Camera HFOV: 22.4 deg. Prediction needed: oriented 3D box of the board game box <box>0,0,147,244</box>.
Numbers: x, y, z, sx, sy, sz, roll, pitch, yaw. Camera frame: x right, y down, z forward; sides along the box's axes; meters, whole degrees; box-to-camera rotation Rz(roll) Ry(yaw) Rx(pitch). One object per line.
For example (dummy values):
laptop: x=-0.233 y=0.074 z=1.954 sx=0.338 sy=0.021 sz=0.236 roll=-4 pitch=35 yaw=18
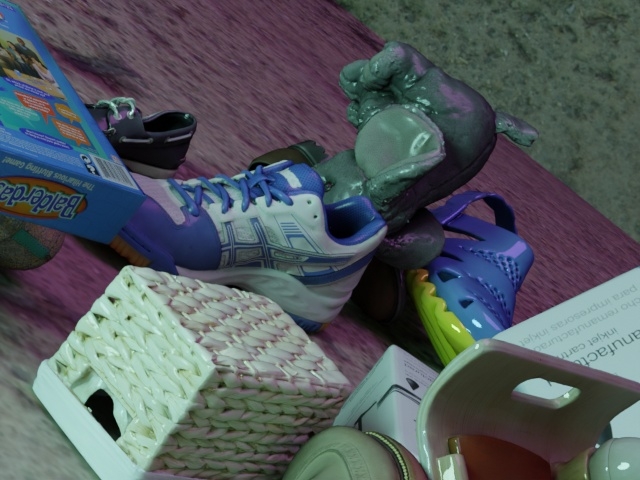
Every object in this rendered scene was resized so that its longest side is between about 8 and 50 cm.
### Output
board game box: x=-0.220 y=-0.096 z=1.021 sx=0.160 sy=0.047 sz=0.210 roll=19 pitch=28 yaw=-49

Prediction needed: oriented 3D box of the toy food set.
toy food set: x=0.174 y=0.224 z=0.995 sx=0.220 sy=0.092 sz=0.306 roll=19 pitch=55 yaw=-52

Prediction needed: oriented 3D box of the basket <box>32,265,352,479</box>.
basket: x=-0.075 y=0.093 z=1.017 sx=0.113 sy=0.103 sz=0.167 roll=45 pitch=17 yaw=32

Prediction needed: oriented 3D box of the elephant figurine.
elephant figurine: x=0.056 y=-0.052 z=1.499 sx=0.169 sy=0.186 sz=0.239 roll=46 pitch=47 yaw=-23

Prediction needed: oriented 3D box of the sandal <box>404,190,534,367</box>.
sandal: x=0.150 y=0.033 z=1.611 sx=0.317 sy=0.138 sz=0.126 roll=-108 pitch=175 yaw=-61

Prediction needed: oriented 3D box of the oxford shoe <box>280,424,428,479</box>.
oxford shoe: x=-0.027 y=0.165 z=0.876 sx=0.130 sy=0.123 sz=0.348 roll=34 pitch=15 yaw=-2

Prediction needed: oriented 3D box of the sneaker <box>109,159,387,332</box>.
sneaker: x=-0.069 y=-0.024 z=1.344 sx=0.296 sy=0.131 sz=0.112 roll=19 pitch=25 yaw=-46

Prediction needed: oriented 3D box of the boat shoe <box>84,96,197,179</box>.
boat shoe: x=-0.187 y=-0.108 z=1.450 sx=0.075 sy=0.065 sz=0.206 roll=46 pitch=17 yaw=31

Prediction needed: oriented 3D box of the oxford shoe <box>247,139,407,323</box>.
oxford shoe: x=0.000 y=0.000 z=1.574 sx=0.096 sy=0.083 sz=0.227 roll=-12 pitch=50 yaw=-37

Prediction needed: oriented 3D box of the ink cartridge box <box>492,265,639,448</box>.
ink cartridge box: x=0.347 y=0.189 z=1.220 sx=0.395 sy=0.285 sz=0.166 roll=-121 pitch=-172 yaw=-45

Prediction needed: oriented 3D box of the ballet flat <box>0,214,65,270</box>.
ballet flat: x=-0.258 y=-0.083 z=1.183 sx=0.106 sy=0.107 sz=0.316 roll=45 pitch=11 yaw=-44

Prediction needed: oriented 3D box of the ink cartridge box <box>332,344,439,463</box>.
ink cartridge box: x=0.089 y=0.178 z=1.171 sx=0.148 sy=0.086 sz=0.203 roll=35 pitch=14 yaw=-10
